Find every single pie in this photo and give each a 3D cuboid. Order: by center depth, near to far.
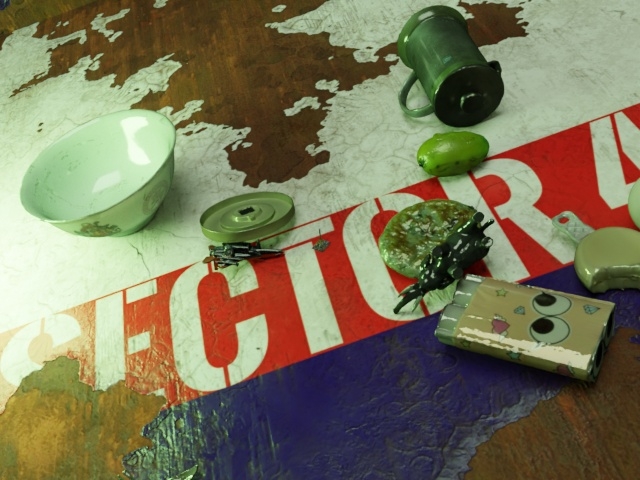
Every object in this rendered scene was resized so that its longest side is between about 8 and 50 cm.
[{"bbox_3d":[0.244,-0.008,1.692,0.240,0.054,0.241,-10,42,9],"label":"pie"}]

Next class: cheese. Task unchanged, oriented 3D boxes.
[{"bbox_3d":[0.572,0.011,1.531,0.163,0.071,0.249,-15,42,6],"label":"cheese"}]

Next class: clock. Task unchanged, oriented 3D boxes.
[{"bbox_3d":[-0.179,-0.064,1.889,0.234,0.029,0.235,-9,28,4],"label":"clock"}]

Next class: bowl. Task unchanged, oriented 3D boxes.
[{"bbox_3d":[-0.544,-0.136,2.032,0.434,0.196,0.435,-11,42,10],"label":"bowl"}]

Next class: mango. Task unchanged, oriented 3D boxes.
[{"bbox_3d":[0.315,-0.213,1.845,0.178,0.100,0.119,-13,40,-3],"label":"mango"}]

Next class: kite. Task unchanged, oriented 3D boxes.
[{"bbox_3d":[0.006,0.000,1.817,0.044,0.002,0.078,1,47,22],"label":"kite"}]

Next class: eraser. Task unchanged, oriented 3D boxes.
[{"bbox_3d":[0.378,0.161,1.439,0.290,0.087,0.171,11,46,31],"label":"eraser"}]

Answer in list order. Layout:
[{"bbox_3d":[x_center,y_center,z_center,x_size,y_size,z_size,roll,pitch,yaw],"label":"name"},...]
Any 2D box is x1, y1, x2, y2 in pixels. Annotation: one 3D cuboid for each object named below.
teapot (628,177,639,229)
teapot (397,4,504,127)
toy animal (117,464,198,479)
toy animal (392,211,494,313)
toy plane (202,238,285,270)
[{"bbox_3d":[0.706,-0.091,1.515,0.208,0.166,0.300,-19,47,7],"label":"teapot"},{"bbox_3d":[0.317,-0.426,2.014,0.270,0.200,0.337,-38,40,20],"label":"teapot"},{"bbox_3d":[-0.339,0.456,1.415,0.219,0.095,0.155,-41,50,-22],"label":"toy animal"},{"bbox_3d":[0.248,0.050,1.546,0.269,0.137,0.082,-42,80,-4],"label":"toy animal"},{"bbox_3d":[-0.179,0.025,1.819,0.189,0.061,0.130,-10,26,9],"label":"toy plane"}]
